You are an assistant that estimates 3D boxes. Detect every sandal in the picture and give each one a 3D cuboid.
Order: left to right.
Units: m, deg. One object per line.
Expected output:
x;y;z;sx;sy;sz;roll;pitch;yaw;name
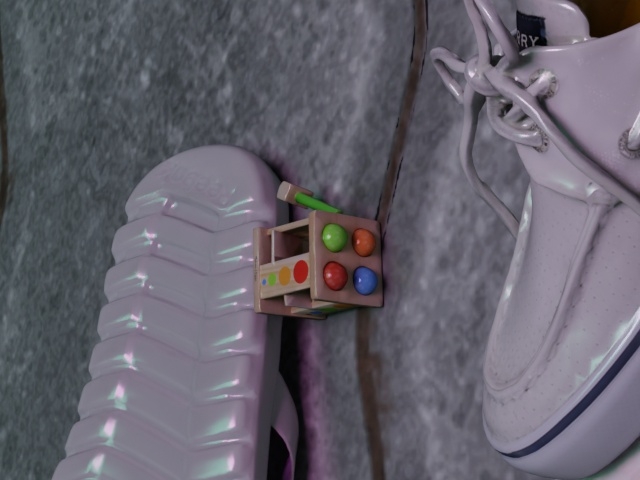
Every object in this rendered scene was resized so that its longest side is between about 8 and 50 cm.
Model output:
-0.079;0.144;0.964;0.169;0.102;0.416;3;72;36;sandal

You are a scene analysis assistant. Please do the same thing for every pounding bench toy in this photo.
0.000;0.000;0.921;0.065;0.052;0.083;-16;70;48;pounding bench toy

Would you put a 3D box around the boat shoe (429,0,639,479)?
0.120;-0.075;0.679;0.367;0.156;0.136;-67;21;13;boat shoe

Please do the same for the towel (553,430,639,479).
0.168;0.254;0.669;0.317;0.053;0.332;-48;50;35;towel
